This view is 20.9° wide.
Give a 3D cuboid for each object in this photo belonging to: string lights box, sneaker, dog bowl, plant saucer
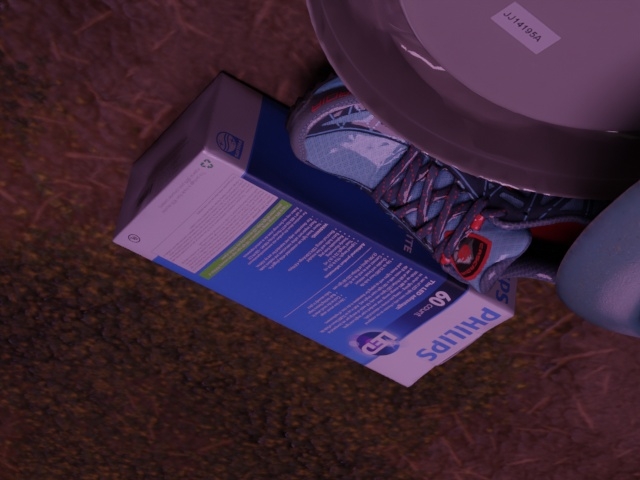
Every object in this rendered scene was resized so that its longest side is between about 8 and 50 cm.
[{"bbox_3d":[0.000,0.000,1.236,0.260,0.076,0.133,28,139,-22],"label":"string lights box"},{"bbox_3d":[0.101,-0.032,1.137,0.262,0.125,0.104,16,140,-9],"label":"sneaker"},{"bbox_3d":[0.167,-0.171,0.970,0.349,0.102,0.348,6,141,5],"label":"dog bowl"},{"bbox_3d":[0.296,-0.018,1.050,0.318,0.043,0.317,-21,158,-9],"label":"plant saucer"}]
